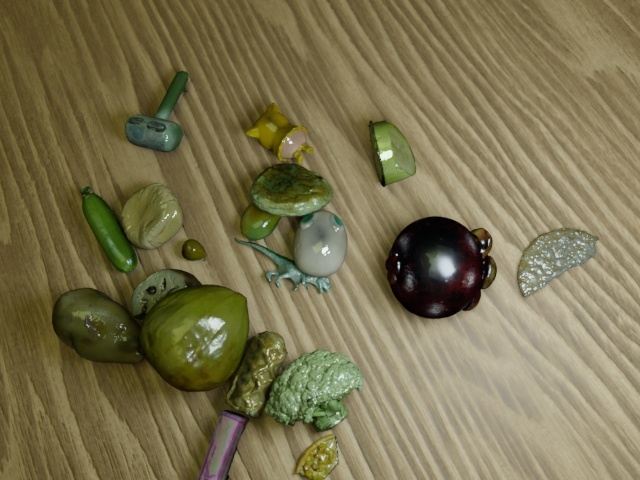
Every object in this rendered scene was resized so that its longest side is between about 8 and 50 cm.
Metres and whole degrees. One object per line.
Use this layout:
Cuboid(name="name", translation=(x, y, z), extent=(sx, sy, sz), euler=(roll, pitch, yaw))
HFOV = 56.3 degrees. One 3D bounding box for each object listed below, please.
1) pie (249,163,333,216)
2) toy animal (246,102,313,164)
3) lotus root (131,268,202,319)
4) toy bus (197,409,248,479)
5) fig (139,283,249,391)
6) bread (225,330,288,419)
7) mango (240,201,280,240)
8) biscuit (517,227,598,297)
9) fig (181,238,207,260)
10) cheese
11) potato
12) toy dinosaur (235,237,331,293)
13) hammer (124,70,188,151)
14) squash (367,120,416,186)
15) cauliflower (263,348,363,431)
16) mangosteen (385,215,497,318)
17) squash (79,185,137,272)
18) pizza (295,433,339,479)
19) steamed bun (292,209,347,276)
Cuboid(name="pie", translation=(-0.098, -0.170, 1.977), extent=(0.277, 0.078, 0.277), euler=(-1, 38, 1))
Cuboid(name="toy animal", translation=(-0.132, -0.357, 2.064), extent=(0.230, 0.156, 0.156), euler=(37, 84, 15))
Cuboid(name="lotus root", translation=(-0.523, 0.174, 1.997), extent=(0.235, 0.119, 0.138), euler=(-27, 70, 5))
Cuboid(name="toy bus", translation=(-0.310, 0.660, 1.820), extent=(0.090, 0.112, 0.273), euler=(17, 78, 8))
Cuboid(name="fig", translation=(-0.373, 0.285, 1.840), extent=(0.344, 0.343, 0.342), euler=(-3, 73, 11))
Cuboid(name="bread", translation=(-0.195, 0.409, 1.851), extent=(0.152, 0.130, 0.267), euler=(9, 71, 49))
Cuboid(name="mango", translation=(-0.195, -0.084, 2.029), extent=(0.122, 0.085, 0.191), euler=(25, 68, 27))
Cuboid(name="biscuit", translation=(0.706, 0.047, 1.828), extent=(0.290, 0.038, 0.141), euler=(-32, 70, -1))
Cuboid(name="fig", translation=(-0.432, 0.036, 2.046), extent=(0.088, 0.074, 0.073), euler=(26, 79, -10))
Cuboid(name="cheese", translation=(-0.597, -0.088, 2.094), extent=(0.226, 0.117, 0.214), euler=(-43, 65, 2))
Cuboid(name="potato", translation=(-0.714, 0.290, 1.958), extent=(0.351, 0.202, 0.218), euler=(27, 117, 12))
Cuboid(name="toy dinosaur", translation=(-0.150, 0.096, 1.959), extent=(0.383, 0.076, 0.129), euler=(28, 50, 11))
Cuboid(name="hammer", translation=(-0.571, -0.487, 2.213), extent=(0.207, 0.119, 0.335), euler=(16, 71, 15))
Cuboid(name="squash", translation=(0.227, -0.290, 1.930), extent=(0.133, 0.220, 0.220), euler=(-13, 72, 10))
Cuboid(name="cauliflower", translation=(-0.016, 0.469, 1.768), extent=(0.272, 0.275, 0.250), euler=(-42, 108, -35))
Cuboid(name="mangosteen", translation=(0.368, 0.082, 1.769), extent=(0.347, 0.307, 0.306), euler=(3, 73, -17))
Cuboid(name="squash", translation=(-0.755, -0.037, 2.117), extent=(0.101, 0.101, 0.378), euler=(-36, 74, 0))
Cuboid(name="pizza", translation=(-0.001, 0.657, 1.793), extent=(0.160, 0.036, 0.099), euler=(-43, 71, -3))
Cuboid(name="steamed bun", translation=(0.000, 0.000, 1.917), extent=(0.177, 0.130, 0.228), euler=(9, 62, 5))
